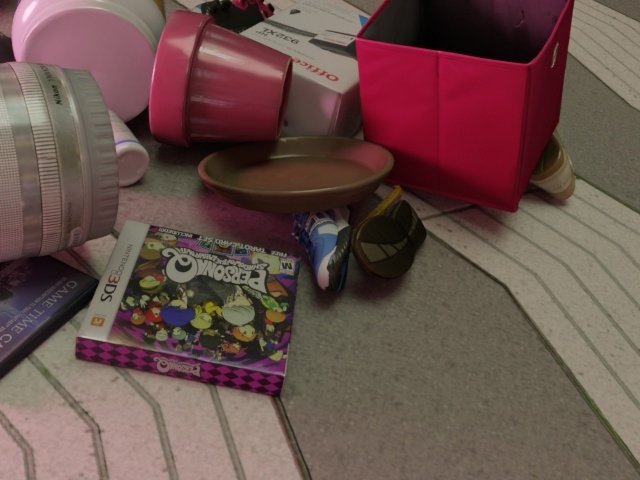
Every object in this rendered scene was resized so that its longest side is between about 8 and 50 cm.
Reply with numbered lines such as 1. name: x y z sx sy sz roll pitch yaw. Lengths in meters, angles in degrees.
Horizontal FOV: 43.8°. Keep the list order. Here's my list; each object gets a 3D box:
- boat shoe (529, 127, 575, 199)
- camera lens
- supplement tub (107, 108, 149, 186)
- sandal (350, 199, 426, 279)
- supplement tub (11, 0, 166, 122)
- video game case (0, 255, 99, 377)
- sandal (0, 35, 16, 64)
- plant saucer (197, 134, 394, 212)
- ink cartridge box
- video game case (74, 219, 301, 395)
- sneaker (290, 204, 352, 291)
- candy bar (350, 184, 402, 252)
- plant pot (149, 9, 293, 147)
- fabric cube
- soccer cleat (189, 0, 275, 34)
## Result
1. boat shoe: 0.367 -0.183 1.410 0.098 0.109 0.302 41 22 -35
2. camera lens: -0.384 -0.081 0.871 0.274 0.219 0.219 -10 44 -29
3. supplement tub: -0.295 -0.132 1.128 0.071 0.071 0.107 -15 47 -33
4. sandal: 0.087 0.000 1.094 0.090 0.060 0.219 58 27 -7
5. supplement tub: -0.352 -0.338 1.238 0.228 0.228 0.316 3 39 -16
6. video game case: -0.422 0.046 0.898 0.274 0.026 0.196 25 38 12
7. sandal: -0.524 -0.213 1.115 0.167 0.107 0.446 9 36 -9
8. plant saucer: -0.034 -0.097 1.134 0.278 0.041 0.278 -1 23 1
9. ink cartridge box: -0.006 -0.295 1.384 0.223 0.129 0.307 27 39 14
10. video game case: -0.145 0.073 0.944 0.232 0.042 0.210 12 39 -4
11. sneaker: 0.000 0.000 1.068 0.081 0.080 0.211 6 28 -2
12. candy bar: 0.083 -0.034 1.160 0.018 0.040 0.161 19 36 21
13. plant pot: -0.141 -0.227 1.188 0.180 0.201 0.201 11 37 2
14. fabric cube: 0.223 -0.240 1.211 0.259 0.258 0.254 15 48 22
15. soccer cleat: -0.174 -0.372 1.443 0.116 0.143 0.331 62 23 -3
